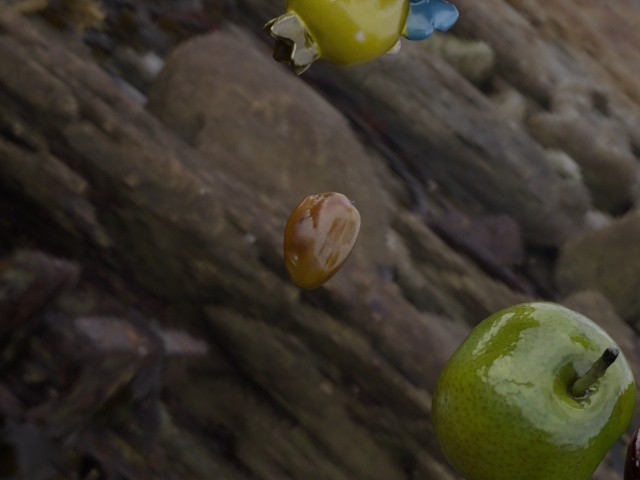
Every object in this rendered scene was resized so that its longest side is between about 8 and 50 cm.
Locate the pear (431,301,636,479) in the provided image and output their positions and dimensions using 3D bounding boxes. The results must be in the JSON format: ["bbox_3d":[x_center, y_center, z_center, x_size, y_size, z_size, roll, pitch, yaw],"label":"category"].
[{"bbox_3d":[0.192,0.136,1.341,0.166,0.180,0.216,58,-24,0],"label":"pear"}]

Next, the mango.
[{"bbox_3d":[0.000,0.000,1.706,0.080,0.114,0.060,15,-24,39],"label":"mango"}]

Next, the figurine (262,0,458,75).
[{"bbox_3d":[0.044,-0.244,1.424,0.127,0.234,0.185,45,5,-34],"label":"figurine"}]

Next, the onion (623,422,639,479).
[{"bbox_3d":[0.410,0.258,1.430,0.314,0.314,0.232,46,48,14],"label":"onion"}]
